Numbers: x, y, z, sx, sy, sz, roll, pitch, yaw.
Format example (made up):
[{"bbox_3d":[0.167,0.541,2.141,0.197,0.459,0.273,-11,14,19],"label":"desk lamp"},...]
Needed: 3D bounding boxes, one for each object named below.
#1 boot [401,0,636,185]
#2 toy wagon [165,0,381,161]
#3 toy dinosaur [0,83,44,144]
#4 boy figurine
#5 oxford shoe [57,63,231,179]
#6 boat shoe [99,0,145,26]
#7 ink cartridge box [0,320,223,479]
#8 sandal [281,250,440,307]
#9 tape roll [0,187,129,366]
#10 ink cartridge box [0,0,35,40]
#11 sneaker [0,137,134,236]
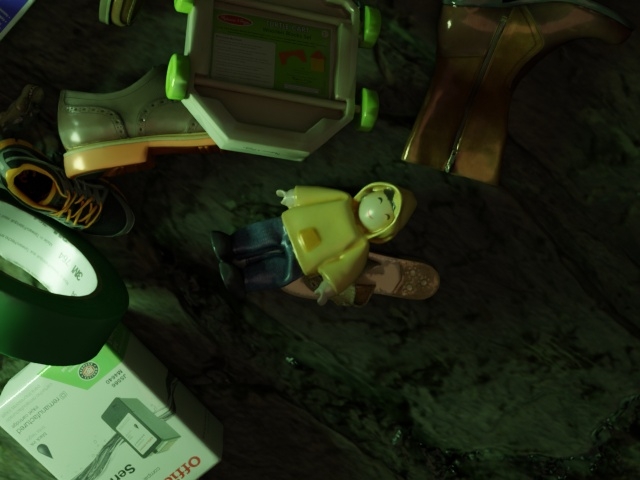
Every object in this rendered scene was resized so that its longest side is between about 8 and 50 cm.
[{"bbox_3d":[0.269,-0.206,1.404,0.264,0.096,0.280,10,107,-8],"label":"boot"},{"bbox_3d":[-0.055,-0.276,1.319,0.267,0.068,0.344,8,74,-18],"label":"toy wagon"},{"bbox_3d":[-0.496,-0.133,1.386,0.268,0.064,0.118,-41,112,11],"label":"toy dinosaur"},{"bbox_3d":[0.000,0.000,1.425,0.285,0.092,0.177,-17,72,7],"label":"boy figurine"},{"bbox_3d":[-0.167,-0.178,1.365,0.364,0.130,0.132,-12,89,-11],"label":"oxford shoe"},{"bbox_3d":[-0.184,-0.401,1.300,0.104,0.110,0.307,24,104,-10],"label":"boat shoe"},{"bbox_3d":[-0.300,0.263,1.489,0.198,0.115,0.273,-40,106,8],"label":"ink cartridge box"},{"bbox_3d":[0.057,0.057,1.474,0.240,0.079,0.088,3,106,-5],"label":"sandal"},{"bbox_3d":[-0.400,0.031,1.304,0.321,0.321,0.077,32,101,-13],"label":"tape roll"},{"bbox_3d":[-0.473,-0.349,1.319,0.208,0.045,0.206,-39,106,23],"label":"ink cartridge box"},{"bbox_3d":[-0.349,-0.057,1.394,0.215,0.083,0.084,27,102,-29],"label":"sneaker"}]
